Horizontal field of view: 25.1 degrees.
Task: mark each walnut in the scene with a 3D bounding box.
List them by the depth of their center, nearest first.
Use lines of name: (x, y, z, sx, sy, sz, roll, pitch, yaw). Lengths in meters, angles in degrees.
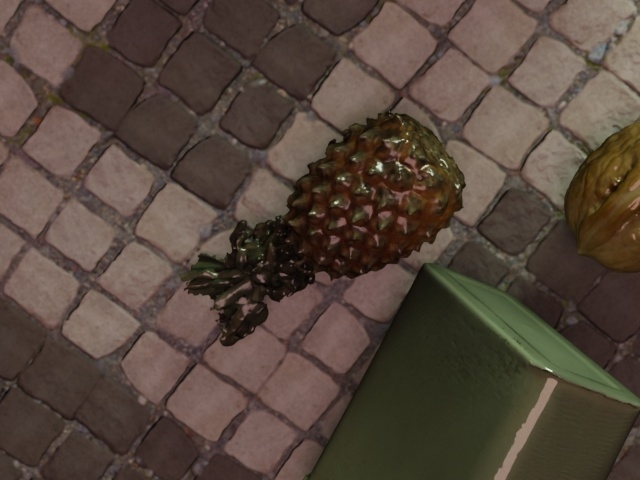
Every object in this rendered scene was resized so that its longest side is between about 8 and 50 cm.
walnut: (0.368, -0.047, 1.672, 0.155, 0.155, 0.184, 41, 103, -8)

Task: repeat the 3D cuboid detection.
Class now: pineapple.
pineapple: (0.000, 0.000, 1.692, 0.361, 0.175, 0.175, -41, 100, 18)

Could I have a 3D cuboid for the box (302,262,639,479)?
box: (0.159, 0.248, 1.636, 0.177, 0.352, 0.344, 20, 102, -26)
